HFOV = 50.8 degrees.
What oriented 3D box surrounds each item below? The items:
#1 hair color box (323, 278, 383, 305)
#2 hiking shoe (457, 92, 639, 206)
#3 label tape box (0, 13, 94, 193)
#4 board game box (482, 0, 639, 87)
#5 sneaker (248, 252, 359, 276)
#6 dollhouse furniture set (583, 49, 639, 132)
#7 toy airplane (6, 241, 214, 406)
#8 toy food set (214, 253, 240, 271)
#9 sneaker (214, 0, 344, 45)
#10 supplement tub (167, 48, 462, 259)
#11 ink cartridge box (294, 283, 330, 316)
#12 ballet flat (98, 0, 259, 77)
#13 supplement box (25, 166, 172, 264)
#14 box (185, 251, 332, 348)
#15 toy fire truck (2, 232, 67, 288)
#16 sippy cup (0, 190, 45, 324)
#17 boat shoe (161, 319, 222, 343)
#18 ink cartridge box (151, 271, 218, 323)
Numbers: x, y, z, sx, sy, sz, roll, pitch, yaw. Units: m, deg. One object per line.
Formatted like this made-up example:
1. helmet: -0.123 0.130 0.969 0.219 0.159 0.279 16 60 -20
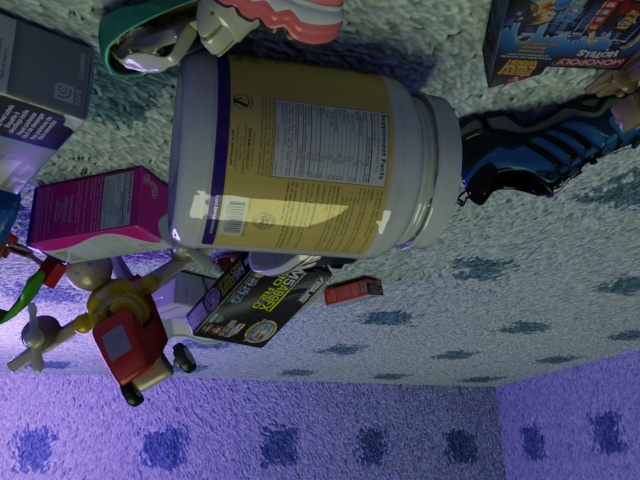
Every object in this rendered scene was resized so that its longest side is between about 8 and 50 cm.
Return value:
1. hair color box: 0.085 0.137 1.749 0.141 0.043 0.072 -18 163 36
2. hiking shoe: 0.348 -0.122 0.979 0.303 0.132 0.113 -8 158 15
3. label tape box: -0.478 -0.182 0.773 0.347 0.115 0.249 13 154 -39
4. board game box: 0.265 -0.245 0.751 0.194 0.060 0.194 1 160 -8
5. sneaker: 0.000 0.000 1.277 0.127 0.126 0.321 23 147 -38
6. dollhouse furniture set: 0.405 -0.148 0.833 0.144 0.151 0.123 -16 167 -27
7. toy airplane: -0.395 0.109 1.329 0.384 0.386 0.273 -6 128 36
8. toy food set: -0.200 0.052 1.541 0.083 0.020 0.083 -5 159 7
9. sneaker: -0.101 -0.291 0.577 0.313 0.116 0.136 17 120 -23
10. supplement tub: -0.017 -0.100 0.851 0.331 0.241 0.241 4 158 -16
11. ink cartridge box: -0.099 0.156 1.725 0.232 0.066 0.189 -41 157 -4
12. ballet flat: -0.134 -0.228 0.720 0.247 0.087 0.083 -12 157 24
13. supplement box: -0.374 -0.038 1.161 0.219 0.114 0.111 -7 159 17
14. box: -0.137 0.124 1.515 0.216 0.060 0.270 22 119 -45
15. toy fire truck: -0.557 0.012 1.218 0.192 0.047 0.135 26 172 40
16. sippy cup: -0.570 -0.021 1.003 0.305 0.240 0.224 21 121 -39
17. boat shoe: -0.372 0.221 1.882 0.302 0.091 0.115 7 114 -19
18. ink cartridge box: -0.325 0.150 1.692 0.153 0.087 0.208 -18 155 37
